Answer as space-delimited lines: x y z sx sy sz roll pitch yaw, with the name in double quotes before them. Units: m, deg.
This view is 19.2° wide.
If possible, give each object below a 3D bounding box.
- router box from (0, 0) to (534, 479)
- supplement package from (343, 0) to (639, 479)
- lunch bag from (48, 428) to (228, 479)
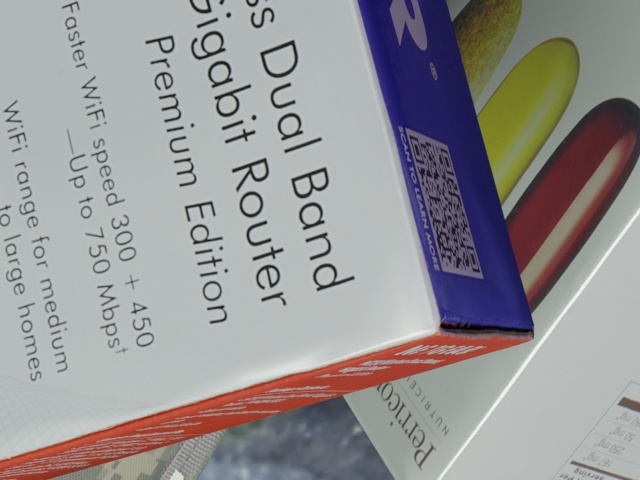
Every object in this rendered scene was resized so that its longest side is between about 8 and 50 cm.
"router box" -0.134 -0.095 0.499 0.301 0.082 0.335 -18 80 19
"supplement package" 0.117 -0.029 0.618 0.134 0.139 0.244 21 111 -36
"lunch bag" -0.134 -0.013 0.682 0.235 0.169 0.287 34 98 -32
